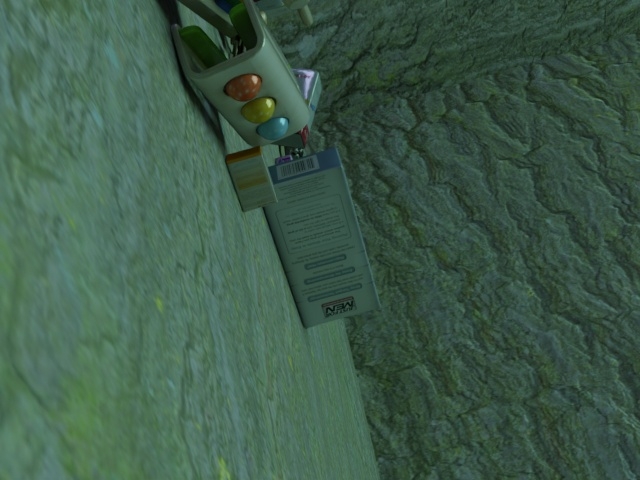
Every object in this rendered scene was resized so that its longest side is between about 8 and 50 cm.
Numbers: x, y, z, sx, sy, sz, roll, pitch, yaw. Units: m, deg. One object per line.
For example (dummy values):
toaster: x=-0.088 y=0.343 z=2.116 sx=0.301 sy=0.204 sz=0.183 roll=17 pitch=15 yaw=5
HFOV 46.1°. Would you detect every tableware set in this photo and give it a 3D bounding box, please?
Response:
tableware set: x=-0.189 y=-0.434 z=1.656 sx=0.128 sy=0.039 sz=0.194 roll=114 pitch=-22 yaw=-48

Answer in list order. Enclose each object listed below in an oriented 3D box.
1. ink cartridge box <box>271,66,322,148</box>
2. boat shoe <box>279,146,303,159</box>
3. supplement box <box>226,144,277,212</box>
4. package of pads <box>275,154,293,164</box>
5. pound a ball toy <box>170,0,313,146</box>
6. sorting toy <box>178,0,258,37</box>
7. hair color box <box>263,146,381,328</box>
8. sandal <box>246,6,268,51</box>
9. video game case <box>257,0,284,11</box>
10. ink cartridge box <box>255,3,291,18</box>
ink cartridge box: x=-0.079 y=-0.315 z=1.771 sx=0.072 sy=0.127 sz=0.175 roll=70 pitch=32 yaw=-64
boat shoe: x=-0.093 y=-0.291 z=2.480 sx=0.223 sy=0.073 sz=0.080 roll=-102 pitch=175 yaw=-50
supplement box: x=-0.116 y=-0.104 z=1.276 sx=0.036 sy=0.062 sz=0.098 roll=-103 pitch=177 yaw=-63
package of pads: x=-0.102 y=-0.216 z=2.166 sx=0.083 sy=0.050 sz=0.032 roll=-101 pitch=175 yaw=-59
pound a ball toy: x=-0.079 y=-0.264 z=1.145 sx=0.319 sy=0.208 sz=0.136 roll=48 pitch=21 yaw=-72
sorting toy: x=-0.178 y=-0.462 z=1.078 sx=0.257 sy=0.089 sz=0.255 roll=13 pitch=60 yaw=-69
hair color box: x=0.000 y=0.000 z=1.684 sx=0.114 sy=0.185 sz=0.374 roll=-101 pitch=175 yaw=-61
sandal: x=-0.175 y=-0.427 z=1.781 sx=0.079 sy=0.088 sz=0.240 roll=-43 pitch=148 yaw=-44
video game case: x=-0.140 y=-0.649 z=1.515 sx=0.244 sy=0.061 sz=0.270 roll=64 pitch=14 yaw=-66
ink cartridge box: x=-0.187 y=-0.759 z=2.213 sx=0.233 sy=0.168 sz=0.171 roll=-54 pitch=129 yaw=-86
